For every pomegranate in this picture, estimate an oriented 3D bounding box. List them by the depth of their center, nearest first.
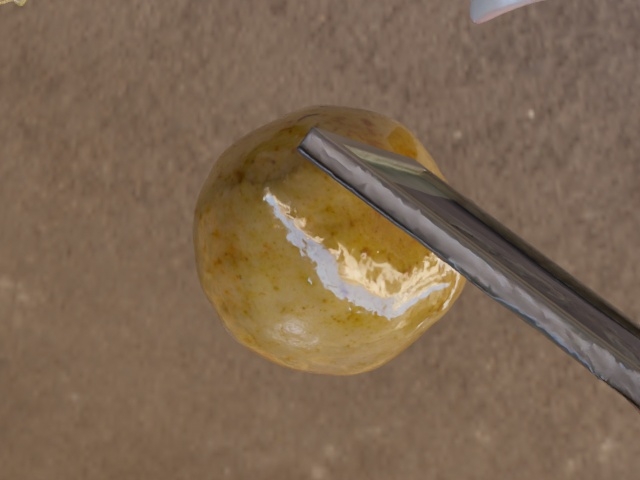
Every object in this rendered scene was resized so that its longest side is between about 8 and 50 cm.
[{"bbox_3d":[0.000,0.000,1.204,0.196,0.196,0.196,-1,136,-1],"label":"pomegranate"}]

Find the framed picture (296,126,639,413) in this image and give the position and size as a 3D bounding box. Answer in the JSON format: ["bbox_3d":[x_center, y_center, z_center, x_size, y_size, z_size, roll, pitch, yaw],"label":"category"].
[{"bbox_3d":[0.125,0.037,0.879,0.281,0.209,0.019,37,99,12],"label":"framed picture"}]

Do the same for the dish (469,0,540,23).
[{"bbox_3d":[0.217,-0.207,1.236,0.212,0.151,0.077,-3,103,24],"label":"dish"}]

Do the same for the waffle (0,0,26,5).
[{"bbox_3d":[-0.199,-0.259,1.209,0.283,0.309,0.065,28,156,-16],"label":"waffle"}]
